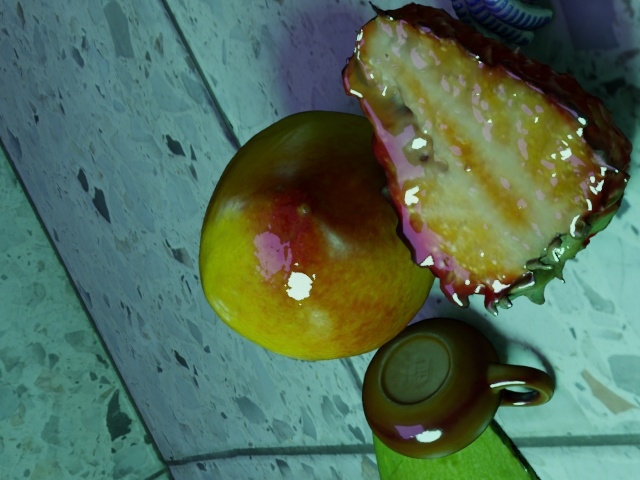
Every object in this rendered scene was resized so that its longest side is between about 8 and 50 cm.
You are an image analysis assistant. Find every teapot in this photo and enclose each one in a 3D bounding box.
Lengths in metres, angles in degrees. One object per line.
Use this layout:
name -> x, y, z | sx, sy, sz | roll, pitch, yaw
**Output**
teapot -> 0.161, 0.183, 1.108 | 0.252, 0.178, 0.135 | -8, 145, 31

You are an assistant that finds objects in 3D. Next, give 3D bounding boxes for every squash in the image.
squash -> 0.179, 0.305, 1.253 | 0.234, 0.210, 0.309 | 114, 152, -57

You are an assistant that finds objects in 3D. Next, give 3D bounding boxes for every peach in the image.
peach -> 0.002, 0.005, 1.031 | 0.308, 0.289, 0.289 | -119, 13, -69

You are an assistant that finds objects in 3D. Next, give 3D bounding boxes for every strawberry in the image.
strawberry -> 0.158, -0.080, 0.870 | 0.280, 0.150, 0.253 | 38, 137, 27

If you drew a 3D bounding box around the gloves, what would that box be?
gloves -> 0.156, -0.263, 0.800 | 0.119, 0.097, 0.229 | -99, -2, -50
